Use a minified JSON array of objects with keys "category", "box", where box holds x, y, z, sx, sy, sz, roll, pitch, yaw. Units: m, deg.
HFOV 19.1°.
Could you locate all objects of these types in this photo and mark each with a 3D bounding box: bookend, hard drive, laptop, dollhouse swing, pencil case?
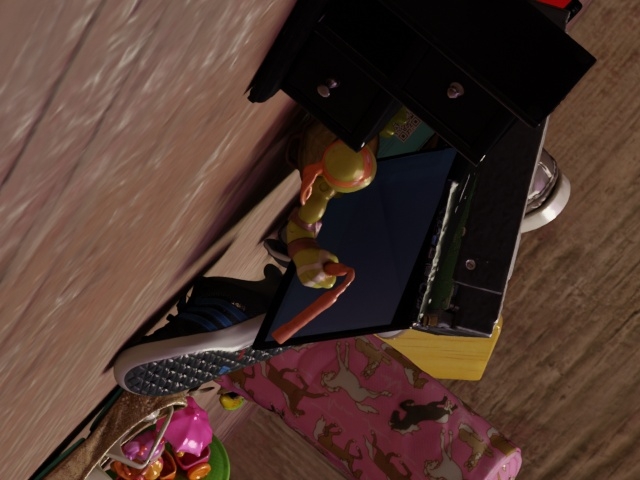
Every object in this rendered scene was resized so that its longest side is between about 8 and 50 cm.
[{"category":"bookend","box":[0.057,-0.099,1.154,0.072,0.156,0.157,-47,176,-36]},{"category":"hard drive","box":[0.165,-0.067,1.977,0.237,0.064,0.339,163,-58,-80]},{"category":"laptop","box":[0.056,-0.053,1.564,0.264,0.136,0.234,101,9,-48]},{"category":"dollhouse swing","box":[0.164,-0.027,2.727,0.347,0.315,0.305,-67,155,-50]},{"category":"pencil case","box":[0.048,0.203,2.255,0.167,0.386,0.160,-49,166,-12]}]

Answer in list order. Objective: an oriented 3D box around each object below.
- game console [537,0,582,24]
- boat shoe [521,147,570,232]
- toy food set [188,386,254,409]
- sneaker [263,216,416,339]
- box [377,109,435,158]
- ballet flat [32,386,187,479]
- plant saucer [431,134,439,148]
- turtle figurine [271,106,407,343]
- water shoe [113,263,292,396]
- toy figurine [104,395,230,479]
[{"category":"game console","box":[0.237,-0.263,2.219,0.124,0.085,0.144,-37,-175,45]},{"category":"boat shoe","box":[0.121,-0.042,2.193,0.324,0.097,0.116,-16,-136,28]},{"category":"toy food set","box":[-0.074,0.195,2.519,0.192,0.038,0.132,-14,177,5]},{"category":"sneaker","box":[0.000,0.000,1.992,0.099,0.153,0.282,-52,-154,-1]},{"category":"box","box":[0.065,-0.082,2.031,0.100,0.060,0.244,-49,176,-6]},{"category":"ballet flat","box":[-0.198,0.198,1.753,0.206,0.067,0.073,-48,176,-19]},{"category":"plant saucer","box":[0.157,-0.121,2.252,0.200,0.037,0.200,-24,170,-5]},{"category":"turtle figurine","box":[0.013,-0.060,1.494,0.217,0.087,0.269,-87,-159,-80]},{"category":"water shoe","box":[-0.104,0.077,1.667,0.203,0.080,0.073,-14,150,-37]},{"category":"toy figurine","box":[-0.187,0.240,2.192,0.173,0.130,0.159,-23,153,-17]}]
